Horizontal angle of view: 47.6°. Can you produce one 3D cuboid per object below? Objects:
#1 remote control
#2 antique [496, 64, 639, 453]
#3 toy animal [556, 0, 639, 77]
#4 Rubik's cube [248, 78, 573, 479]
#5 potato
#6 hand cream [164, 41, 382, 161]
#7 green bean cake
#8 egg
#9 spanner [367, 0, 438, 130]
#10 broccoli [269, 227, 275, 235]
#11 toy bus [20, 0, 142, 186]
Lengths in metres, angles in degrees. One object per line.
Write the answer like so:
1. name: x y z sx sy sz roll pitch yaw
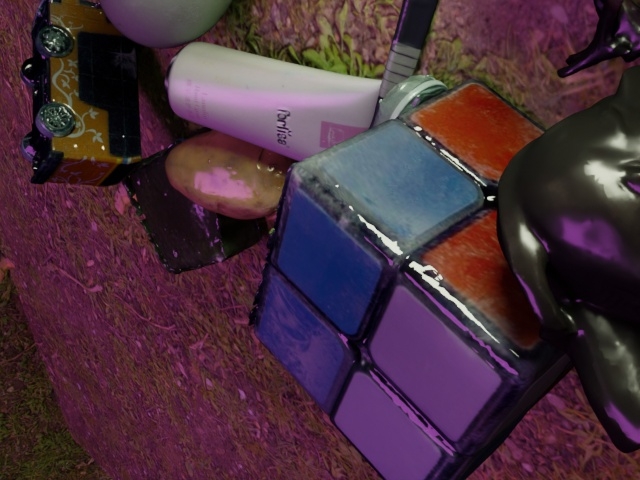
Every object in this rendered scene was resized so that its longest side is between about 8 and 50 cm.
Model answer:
1. remote control: 0.097 -0.107 0.952 0.052 0.104 0.247 46 137 28
2. antique: 0.292 -0.021 0.601 0.255 0.322 0.185 54 155 21
3. toy animal: 0.207 -0.302 0.694 0.324 0.090 0.195 46 143 15
4. Rubik's cube: 0.147 0.055 0.838 0.318 0.313 0.316 45 143 21
5. potato: -0.139 -0.110 1.204 0.234 0.128 0.161 -15 89 16
6. hand cream: -0.057 -0.192 1.067 0.358 0.118 0.186 20 131 18
7. green bean cake: -0.243 -0.071 1.385 0.255 0.132 0.241 -18 97 50
8. egg: -0.222 -0.395 1.056 0.203 0.203 0.282 60 148 -1
9. spanner: 0.100 -0.194 0.945 0.087 0.024 0.316 12 130 -5
10. broccoli: 0.000 0.000 1.115 0.195 0.156 0.196 162 90 -77
11. toy bus: -0.439 -0.272 1.340 0.162 0.194 0.324 -26 65 53
